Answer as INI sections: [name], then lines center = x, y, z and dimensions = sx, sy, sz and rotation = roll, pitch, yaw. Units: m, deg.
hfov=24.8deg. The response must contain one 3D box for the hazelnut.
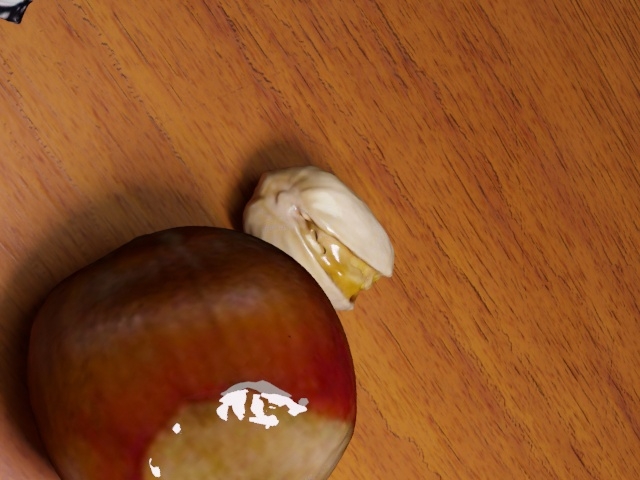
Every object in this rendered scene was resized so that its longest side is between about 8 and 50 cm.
[hazelnut]
center = -0.144, 0.163, 1.633
dimensions = 0.365, 0.365, 0.366
rotation = 2, 86, -38

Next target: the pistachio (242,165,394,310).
[pistachio]
center = 0.000, 0.000, 1.870
dimensions = 0.229, 0.157, 0.157
rotation = 45, 62, -34

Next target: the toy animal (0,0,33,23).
[toy animal]
center = -0.383, -0.333, 1.576
dimensions = 0.166, 0.138, 0.179
rotation = 18, 82, -53
